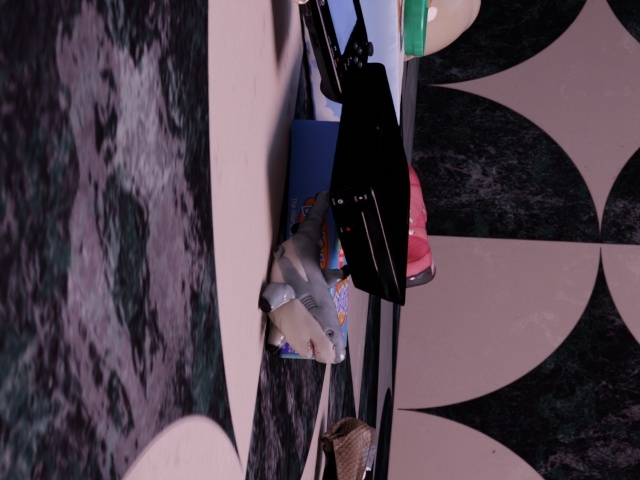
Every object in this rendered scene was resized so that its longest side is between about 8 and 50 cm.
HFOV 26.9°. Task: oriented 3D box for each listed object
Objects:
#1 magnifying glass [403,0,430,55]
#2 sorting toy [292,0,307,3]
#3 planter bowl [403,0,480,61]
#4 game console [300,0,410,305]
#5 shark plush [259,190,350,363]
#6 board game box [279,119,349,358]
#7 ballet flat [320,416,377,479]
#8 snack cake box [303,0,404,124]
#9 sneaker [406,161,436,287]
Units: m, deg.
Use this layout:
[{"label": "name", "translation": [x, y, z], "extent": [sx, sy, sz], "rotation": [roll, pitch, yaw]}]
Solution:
[{"label": "magnifying glass", "translation": [0.099, -0.243, 1.363], "extent": [0.231, 0.026, 0.092], "rotation": [-62, 154, -72]}, {"label": "sorting toy", "translation": [-0.025, -0.216, 0.956], "extent": [0.062, 0.012, 0.083], "rotation": [8, 85, -54]}, {"label": "planter bowl", "translation": [0.105, -0.294, 1.684], "extent": [0.109, 0.162, 0.162], "rotation": [-53, 153, -34]}, {"label": "game console", "translation": [0.021, -0.136, 1.093], "extent": [0.213, 0.044, 0.361], "rotation": [-82, 160, -54]}, {"label": "shark plush", "translation": [-0.006, 0.033, 1.109], "extent": [0.161, 0.067, 0.073], "rotation": [-80, 170, -47]}, {"label": "board game box", "translation": [0.000, 0.000, 1.242], "extent": [0.160, 0.047, 0.210], "rotation": [-2, 95, -83]}, {"label": "ballet flat", "translation": [0.013, 0.309, 1.500], "extent": [0.084, 0.058, 0.250], "rotation": [-36, -146, 50]}, {"label": "snack cake box", "translation": [0.034, -0.244, 1.261], "extent": [0.264, 0.089, 0.152], "rotation": [83, 12, -56]}, {"label": "sneaker", "translation": [0.100, -0.036, 1.995], "extent": [0.314, 0.116, 0.136], "rotation": [-90, 169, -62]}]
